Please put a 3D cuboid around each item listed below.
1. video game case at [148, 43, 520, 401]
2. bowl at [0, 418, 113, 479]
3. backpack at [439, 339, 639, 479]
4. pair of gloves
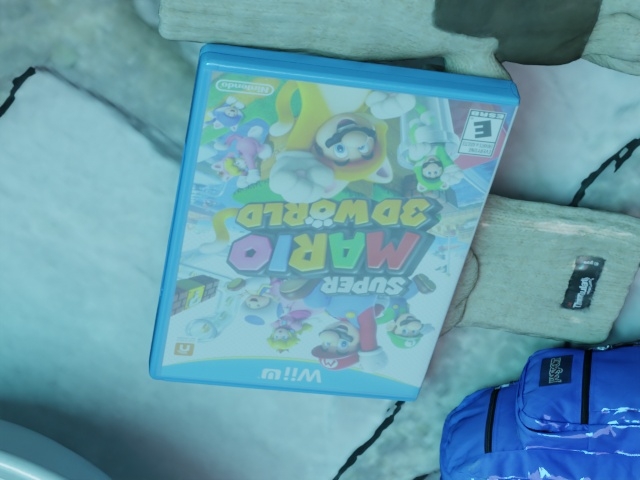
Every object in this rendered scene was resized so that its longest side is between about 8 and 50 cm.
[{"bbox_3d":[0.000,0.000,0.579,0.119,0.015,0.166,6,131,-10],"label":"video game case"},{"bbox_3d":[-0.177,0.187,0.644,0.298,0.134,0.297,0,109,0],"label":"bowl"},{"bbox_3d":[0.110,0.098,0.634,0.120,0.098,0.101,-4,107,14],"label":"backpack"},{"bbox_3d":[0.040,-0.050,0.577,0.204,0.042,0.240,-1,133,-4],"label":"pair of gloves"}]
